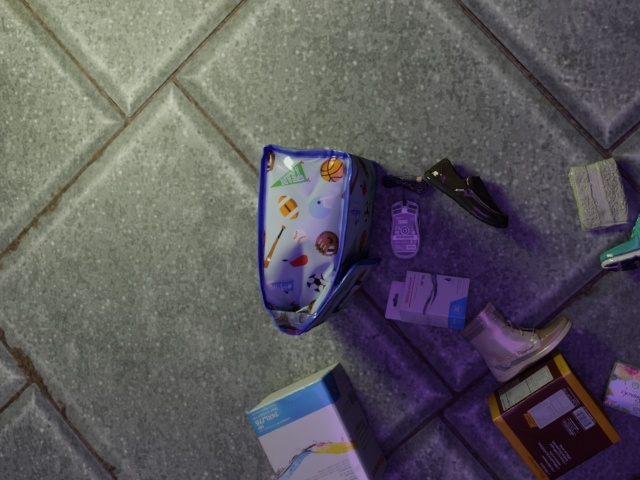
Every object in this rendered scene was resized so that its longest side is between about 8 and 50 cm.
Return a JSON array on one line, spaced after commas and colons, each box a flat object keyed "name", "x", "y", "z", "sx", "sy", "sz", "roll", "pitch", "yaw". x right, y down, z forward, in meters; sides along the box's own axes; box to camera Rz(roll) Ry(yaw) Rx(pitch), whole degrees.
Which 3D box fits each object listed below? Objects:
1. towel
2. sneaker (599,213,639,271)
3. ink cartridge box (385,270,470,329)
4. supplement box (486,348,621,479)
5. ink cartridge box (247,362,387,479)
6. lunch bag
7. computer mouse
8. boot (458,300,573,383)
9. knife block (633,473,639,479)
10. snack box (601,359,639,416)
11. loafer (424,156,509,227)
[{"name": "towel", "x": 0.608, "y": -0.099, "z": 1.760, "sx": 0.110, "sy": 0.027, "sz": 0.148, "roll": -13, "pitch": 90, "yaw": 12}, {"name": "sneaker", "x": 0.713, "y": -0.023, "z": 1.718, "sx": 0.275, "sy": 0.107, "sz": 0.110, "roll": -32, "pitch": 67, "yaw": 8}, {"name": "ink cartridge box", "x": 0.239, "y": 0.132, "z": 1.817, "sx": 0.180, "sy": 0.060, "sz": 0.104, "roll": 7, "pitch": 60, "yaw": 12}, {"name": "supplement box", "x": 0.496, "y": 0.380, "z": 1.739, "sx": 0.194, "sy": 0.129, "sz": 0.191, "roll": -36, "pitch": 98, "yaw": 12}, {"name": "ink cartridge box", "x": -0.001, "y": 0.454, "z": 1.841, "sx": 0.197, "sy": 0.198, "sz": 0.270, "roll": -27, "pitch": 86, "yaw": 12}, {"name": "lunch bag", "x": 0.000, "y": 0.000, "z": 1.756, "sx": 0.239, "sy": 0.328, "sz": 0.385, "roll": 7, "pitch": 93, "yaw": 14}, {"name": "computer mouse", "x": 0.192, "y": -0.054, "z": 1.854, "sx": 0.106, "sy": 0.042, "sz": 0.193, "roll": 0, "pitch": 87, "yaw": 8}, {"name": "boot", "x": 0.429, "y": 0.195, "z": 1.789, "sx": 0.213, "sy": 0.077, "sz": 0.165, "roll": -41, "pitch": 83, "yaw": 19}, {"name": "knife block", "x": 0.740, "y": 0.677, "z": 1.735, "sx": 0.276, "sy": 0.088, "sz": 0.242, "roll": 34, "pitch": 99, "yaw": 9}, {"name": "snack box", "x": 0.696, "y": 0.331, "z": 1.755, "sx": 0.141, "sy": 0.037, "sz": 0.100, "roll": 18, "pitch": 98, "yaw": 12}, {"name": "loafer", "x": 0.335, "y": -0.108, "z": 1.796, "sx": 0.220, "sy": 0.080, "sz": 0.078, "roll": 37, "pitch": 101, "yaw": 9}]
